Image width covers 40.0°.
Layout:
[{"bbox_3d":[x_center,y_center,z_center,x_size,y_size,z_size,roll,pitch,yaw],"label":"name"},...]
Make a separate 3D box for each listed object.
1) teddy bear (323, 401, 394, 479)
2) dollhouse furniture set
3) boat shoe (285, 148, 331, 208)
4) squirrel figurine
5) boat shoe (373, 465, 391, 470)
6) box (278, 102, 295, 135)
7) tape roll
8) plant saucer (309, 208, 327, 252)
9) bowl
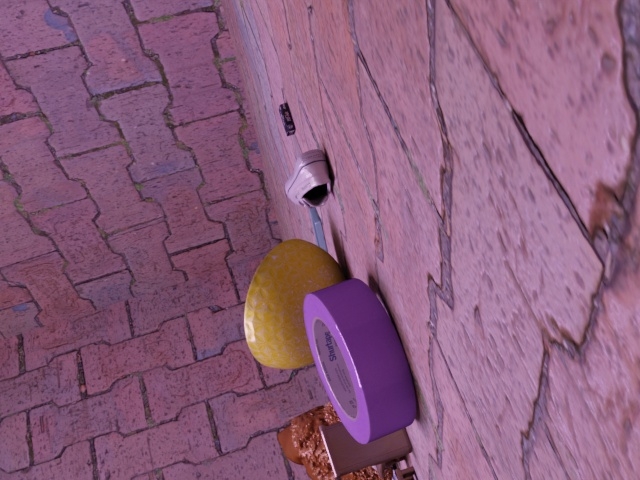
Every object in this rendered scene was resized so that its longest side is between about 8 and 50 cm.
[{"bbox_3d":[0.133,0.545,2.247,0.338,0.113,0.245,62,-178,20],"label":"teddy bear"},{"bbox_3d":[0.097,0.444,1.839,0.242,0.161,0.212,81,170,-62],"label":"dollhouse furniture set"},{"bbox_3d":[-0.021,-0.096,1.692,0.226,0.083,0.076,91,162,-73],"label":"boat shoe"},{"bbox_3d":[0.056,0.683,2.621,0.397,0.281,0.370,79,166,-72],"label":"squirrel figurine"},{"bbox_3d":[0.141,0.456,2.135,0.065,0.075,0.206,-47,41,33],"label":"boat shoe"},{"bbox_3d":[-0.078,-0.283,2.060,0.083,0.018,0.067,174,78,-85],"label":"box"},{"bbox_3d":[0.063,0.207,1.525,0.275,0.090,0.275,160,90,-75],"label":"tape roll"},{"bbox_3d":[0.000,0.000,2.210,0.192,0.018,0.067,76,174,-45],"label":"plant saucer"},{"bbox_3d":[-0.014,0.151,1.896,0.156,0.289,0.289,12,132,33],"label":"bowl"}]
